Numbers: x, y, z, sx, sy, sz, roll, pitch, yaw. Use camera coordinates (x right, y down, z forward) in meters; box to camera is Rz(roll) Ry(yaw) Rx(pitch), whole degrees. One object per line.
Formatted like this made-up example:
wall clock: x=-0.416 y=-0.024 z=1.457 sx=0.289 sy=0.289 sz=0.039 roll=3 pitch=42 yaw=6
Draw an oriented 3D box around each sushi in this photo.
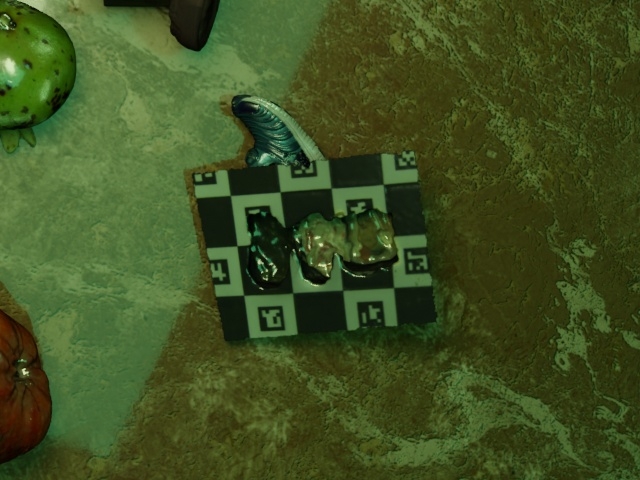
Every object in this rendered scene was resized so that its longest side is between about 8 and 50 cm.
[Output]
sushi: x=0.000 y=0.000 z=1.762 sx=0.373 sy=0.100 sz=0.296 roll=-6 pitch=102 yaw=13

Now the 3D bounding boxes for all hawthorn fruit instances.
hawthorn fruit: x=-0.569 y=0.242 z=1.581 sx=0.308 sy=0.276 sz=0.276 roll=-29 pitch=106 yaw=2

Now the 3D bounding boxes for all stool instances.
stool: x=-0.230 y=-0.436 z=1.587 sx=0.179 sy=0.272 sz=0.272 roll=13 pitch=94 yaw=-5

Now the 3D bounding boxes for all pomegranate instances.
pomegranate: x=-0.474 y=-0.244 z=1.577 sx=0.211 sy=0.211 sz=0.263 roll=0 pitch=142 yaw=-18

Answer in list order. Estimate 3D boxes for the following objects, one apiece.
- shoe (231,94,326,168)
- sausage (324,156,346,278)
shoe: x=-0.080 y=-0.157 z=1.753 sx=0.106 sy=0.091 sz=0.207 roll=-45 pitch=112 yaw=-13
sausage: x=0.040 y=-0.009 z=1.826 sx=0.074 sy=0.074 sz=0.274 roll=2 pitch=99 yaw=-18
